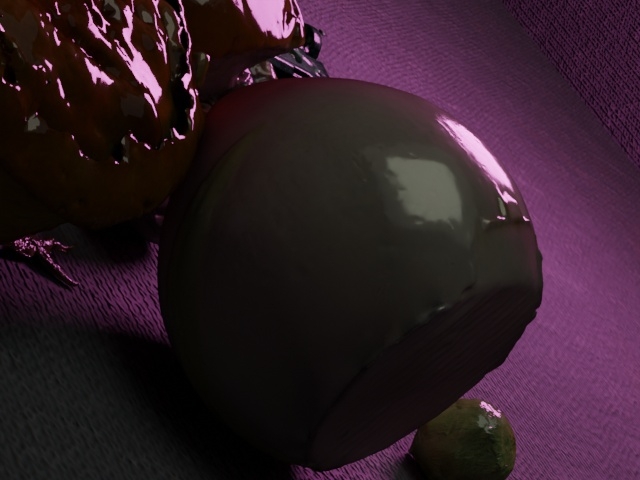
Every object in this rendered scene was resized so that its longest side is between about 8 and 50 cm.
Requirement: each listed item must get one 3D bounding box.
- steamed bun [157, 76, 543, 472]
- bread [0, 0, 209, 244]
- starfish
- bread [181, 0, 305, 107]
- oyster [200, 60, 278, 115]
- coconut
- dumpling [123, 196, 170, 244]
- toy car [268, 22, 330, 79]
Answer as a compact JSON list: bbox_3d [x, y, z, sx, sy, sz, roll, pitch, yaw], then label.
[{"bbox_3d":[0.000,0.000,1.497,0.309,0.309,0.309,39,18,-15],"label":"steamed bun"},{"bbox_3d":[-0.237,-0.153,1.384,0.337,0.204,0.358,54,25,-15],"label":"bread"},{"bbox_3d":[-0.218,0.004,1.472,0.092,0.016,0.086,45,19,-4],"label":"starfish"},{"bbox_3d":[-0.166,-0.240,1.796,0.250,0.225,0.279,2,51,-52],"label":"bread"},{"bbox_3d":[-0.078,-0.148,1.975,0.238,0.115,0.351,21,28,-52],"label":"oyster"},{"bbox_3d":[0.122,0.181,1.706,0.088,0.096,0.087,-12,90,-69],"label":"coconut"},{"bbox_3d":[-0.147,-0.059,1.644,0.127,0.108,0.188,25,17,11],"label":"dumpling"},{"bbox_3d":[-0.103,-0.279,2.258,0.141,0.097,0.320,23,27,-48],"label":"toy car"}]
